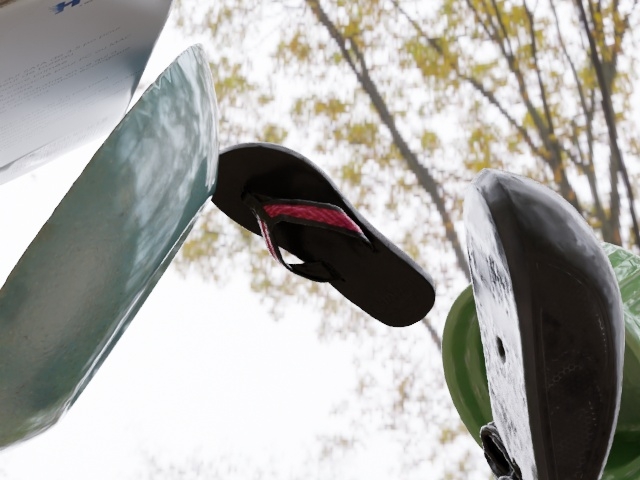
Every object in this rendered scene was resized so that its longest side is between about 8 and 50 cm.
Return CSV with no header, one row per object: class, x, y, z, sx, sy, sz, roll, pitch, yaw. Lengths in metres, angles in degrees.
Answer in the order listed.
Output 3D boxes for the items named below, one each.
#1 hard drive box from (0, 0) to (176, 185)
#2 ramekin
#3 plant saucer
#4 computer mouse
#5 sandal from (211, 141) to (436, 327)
hard drive box,-0.148,-0.066,0.408,0.181,0.232,0.089,-29,-90,-20
ramekin,0.306,0.147,1.474,0.303,0.148,0.303,24,-52,35
plant saucer,-0.084,0.015,0.475,0.037,0.195,0.195,33,-53,-3
computer mouse,0.143,0.077,0.760,0.072,0.188,0.272,-13,-63,-4
sandal,0.000,0.000,0.808,0.179,0.040,0.067,37,-57,-10
